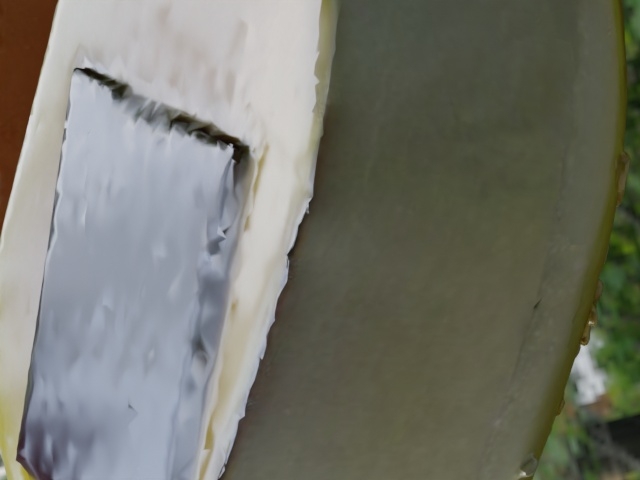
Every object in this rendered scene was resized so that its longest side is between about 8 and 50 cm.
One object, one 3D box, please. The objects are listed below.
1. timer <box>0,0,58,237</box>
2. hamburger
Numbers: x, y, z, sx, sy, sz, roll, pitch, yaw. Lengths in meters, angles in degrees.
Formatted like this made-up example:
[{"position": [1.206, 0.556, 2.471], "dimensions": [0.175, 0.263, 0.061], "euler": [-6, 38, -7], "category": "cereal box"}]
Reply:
[{"position": [-0.134, -0.069, 0.862], "dimensions": [0.161, 0.250, 0.257], "euler": [26, -116, -82], "category": "timer"}, {"position": [0.000, 0.000, 0.572], "dimensions": [0.227, 0.151, 0.295], "euler": [52, 128, 49], "category": "hamburger"}]
